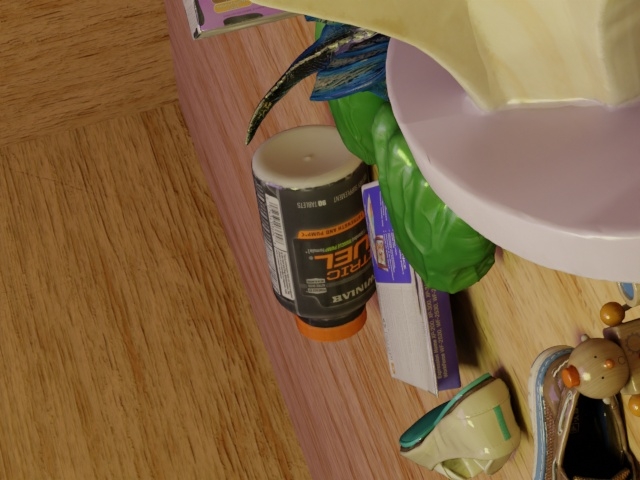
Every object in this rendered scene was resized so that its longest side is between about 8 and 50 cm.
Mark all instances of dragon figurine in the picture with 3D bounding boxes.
[{"bbox_3d":[0.033,-0.142,0.888,0.144,0.289,0.085,-10,-94,-62],"label":"dragon figurine"}]

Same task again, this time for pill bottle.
[{"bbox_3d":[0.000,0.000,1.481,0.130,0.130,0.246,-119,16,-52],"label":"pill bottle"}]

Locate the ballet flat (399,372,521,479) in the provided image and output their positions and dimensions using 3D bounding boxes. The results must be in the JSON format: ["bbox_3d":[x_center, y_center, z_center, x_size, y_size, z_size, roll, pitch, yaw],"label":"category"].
[{"bbox_3d":[0.134,0.190,1.212,0.248,0.086,0.086,114,139,-73],"label":"ballet flat"}]

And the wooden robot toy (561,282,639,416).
[{"bbox_3d":[0.178,0.061,0.746,0.076,0.079,0.173,134,119,-79],"label":"wooden robot toy"}]

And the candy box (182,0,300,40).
[{"bbox_3d":[-0.070,-0.316,1.279,0.070,0.165,0.196,-177,72,-78],"label":"candy box"}]

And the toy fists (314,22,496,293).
[{"bbox_3d":[0.072,-0.096,1.054,0.142,0.096,0.279,71,175,-55],"label":"toy fists"}]

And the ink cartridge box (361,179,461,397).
[{"bbox_3d":[0.091,0.039,1.229,0.208,0.045,0.206,176,86,-82],"label":"ink cartridge box"}]

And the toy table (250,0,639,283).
[{"bbox_3d":[0.098,-0.122,0.538,0.274,0.252,0.161,42,164,54],"label":"toy table"}]

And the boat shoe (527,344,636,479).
[{"bbox_3d":[0.186,0.168,0.902,0.066,0.066,0.183,-153,48,-75],"label":"boat shoe"}]
